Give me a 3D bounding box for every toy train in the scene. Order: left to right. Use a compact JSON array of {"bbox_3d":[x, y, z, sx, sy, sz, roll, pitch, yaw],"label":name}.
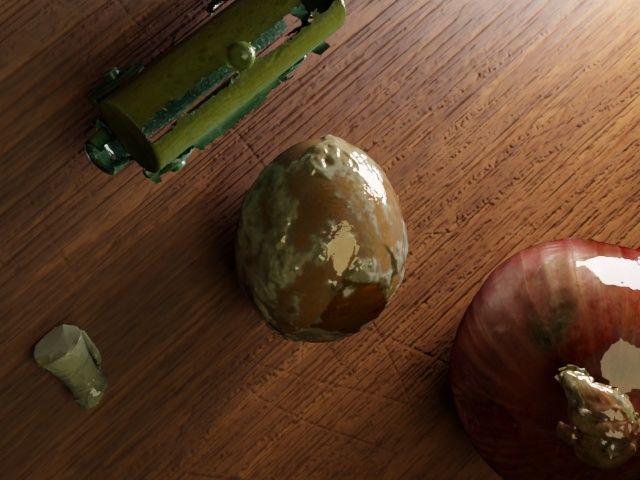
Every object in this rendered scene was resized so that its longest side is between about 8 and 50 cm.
[{"bbox_3d":[-0.097,-0.166,1.321,0.307,0.189,0.126,-40,117,-19],"label":"toy train"}]

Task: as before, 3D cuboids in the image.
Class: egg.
[{"bbox_3d":[0.000,0.000,1.416,0.194,0.195,0.233,-1,119,-31],"label":"egg"}]

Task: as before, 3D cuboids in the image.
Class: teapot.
[{"bbox_3d":[-0.256,0.133,1.378,0.083,0.057,0.067,62,39,-32],"label":"teapot"}]

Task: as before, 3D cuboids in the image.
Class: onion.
[{"bbox_3d":[0.330,0.148,1.594,0.353,0.353,0.354,-8,105,-30],"label":"onion"}]
